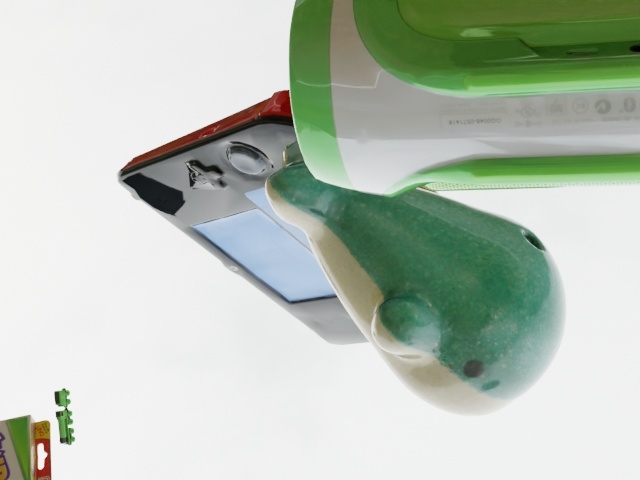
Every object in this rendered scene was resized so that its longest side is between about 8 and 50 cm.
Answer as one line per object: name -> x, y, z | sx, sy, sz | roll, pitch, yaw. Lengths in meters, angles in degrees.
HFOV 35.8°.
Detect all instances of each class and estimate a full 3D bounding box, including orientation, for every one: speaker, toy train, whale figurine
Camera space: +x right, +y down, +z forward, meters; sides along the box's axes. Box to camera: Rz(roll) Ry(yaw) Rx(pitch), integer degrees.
speaker -> 0.141, -0.084, 0.475 | 0.296, 0.131, 0.131 | 0, -135, 16
toy train -> -0.369, 0.254, 1.427 | 0.017, 0.023, 0.083 | -12, -97, 34
whale figurine -> 0.083, 0.010, 0.787 | 0.141, 0.272, 0.216 | -43, -170, 24

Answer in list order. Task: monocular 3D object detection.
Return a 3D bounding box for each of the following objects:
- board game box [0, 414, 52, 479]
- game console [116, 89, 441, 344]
board game box -> -0.531, 0.340, 1.473 | 0.259, 0.039, 0.124 | -10, -127, -5
game console -> 0.000, 0.000, 1.109 | 0.342, 0.386, 0.060 | -17, -137, 44
